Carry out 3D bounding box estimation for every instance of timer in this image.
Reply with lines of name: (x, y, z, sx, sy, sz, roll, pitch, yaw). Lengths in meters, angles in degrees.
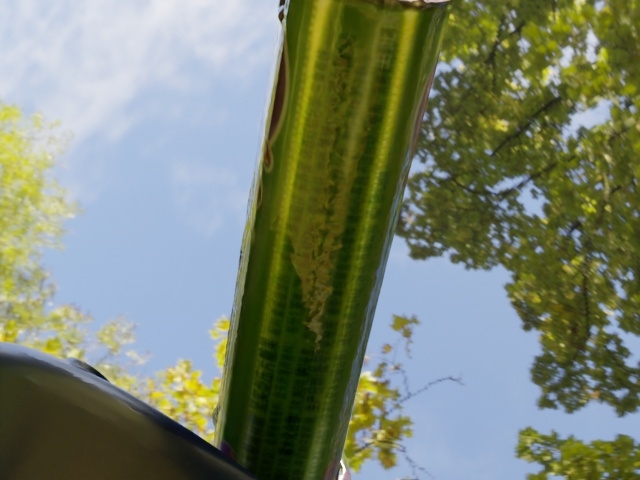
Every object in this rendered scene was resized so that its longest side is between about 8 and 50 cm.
timer: (-0.189, 0.276, 0.533, 0.270, 0.270, 0.383, 19, -118, 29)

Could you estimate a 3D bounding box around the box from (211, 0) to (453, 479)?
box: (0.000, 0.000, 0.606, 0.097, 0.134, 0.345, 7, -61, -7)
